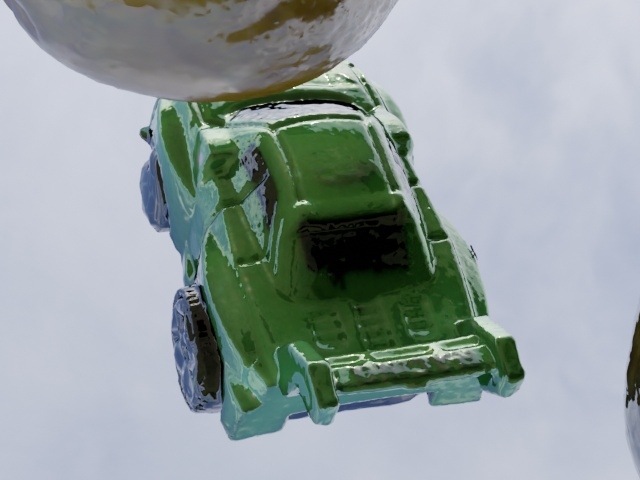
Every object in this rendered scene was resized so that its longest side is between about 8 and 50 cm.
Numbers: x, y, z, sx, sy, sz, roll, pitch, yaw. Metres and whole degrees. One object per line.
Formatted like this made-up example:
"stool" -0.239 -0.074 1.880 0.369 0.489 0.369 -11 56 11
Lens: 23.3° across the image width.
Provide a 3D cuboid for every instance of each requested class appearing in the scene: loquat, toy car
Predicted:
"loquat" -0.050 -0.180 0.748 0.244 0.244 0.244 0 -96 -3
"toy car" 0.000 0.000 1.092 0.213 0.176 0.358 -6 -125 -17

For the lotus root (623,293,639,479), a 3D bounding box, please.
"lotus root" 0.267 0.034 0.698 0.250 0.346 0.250 11 -135 -11
